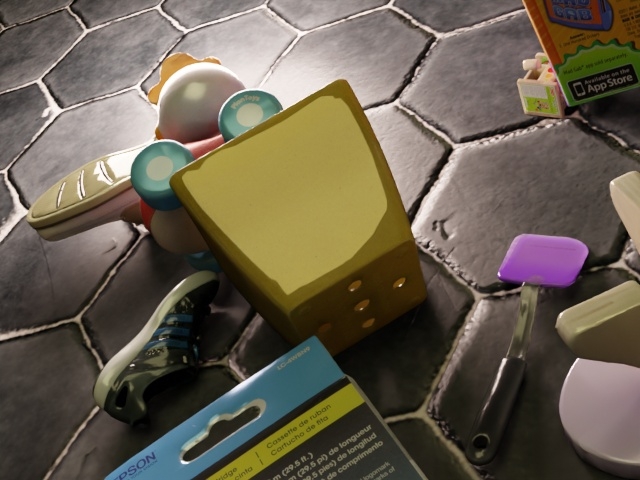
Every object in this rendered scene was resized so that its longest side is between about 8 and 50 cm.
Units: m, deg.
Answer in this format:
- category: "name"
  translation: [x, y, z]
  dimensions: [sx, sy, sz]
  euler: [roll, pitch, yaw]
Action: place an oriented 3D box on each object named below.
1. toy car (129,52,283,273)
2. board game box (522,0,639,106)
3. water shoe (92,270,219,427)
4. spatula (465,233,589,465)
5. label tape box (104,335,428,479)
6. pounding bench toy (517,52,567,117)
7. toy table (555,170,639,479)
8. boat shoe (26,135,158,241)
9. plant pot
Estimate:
- category: "toy car"
  translation: [-0.145, -0.122, 1.122]
  dimensions: [0.210, 0.219, 0.238]
  euler: [-31, 64, -5]
- category: "board game box"
  translation: [0.397, -0.424, 1.017]
  dimensions: [0.356, 0.356, 0.356]
  euler: [-13, 31, 34]
- category: "water shoe"
  translation: [-0.165, 0.124, 1.062]
  dimensions: [0.080, 0.073, 0.203]
  euler: [32, 63, 15]
- category: "spatula"
  translation: [0.195, 0.094, 0.921]
  dimensions: [0.084, 0.030, 0.296]
  euler: [5, 49, 28]
- category: "label tape box"
  translation: [-0.014, 0.273, 0.783]
  dimensions: [0.249, 0.115, 0.348]
  euler: [-33, 40, -7]
- category: "pounding bench toy"
  translation: [0.278, -0.203, 1.146]
  dimensions: [0.052, 0.083, 0.065]
  euler: [13, 55, 37]
- category: "toy table"
  translation: [0.323, 0.070, 0.784]
  dimensions: [0.274, 0.161, 0.252]
  euler: [-33, 42, -10]
- category: "boat shoe"
  translation: [-0.236, -0.065, 1.250]
  dimensions: [0.302, 0.103, 0.113]
  euler: [-25, 35, 2]
- category: "plant pot"
  translation: [0.000, 0.000, 0.996]
  dimensions: [0.212, 0.212, 0.187]
  euler: [-31, 59, -6]
